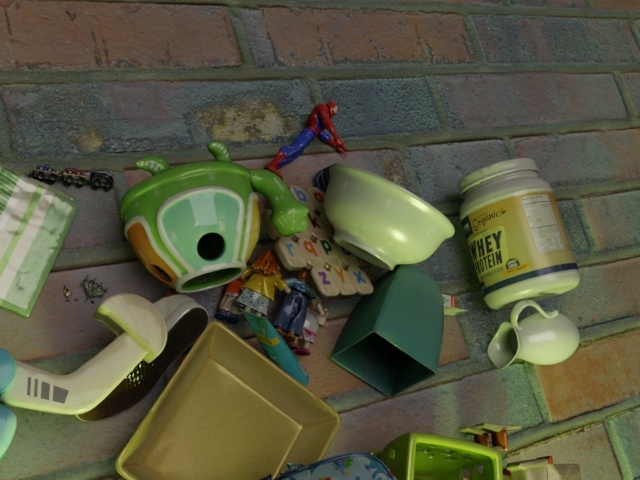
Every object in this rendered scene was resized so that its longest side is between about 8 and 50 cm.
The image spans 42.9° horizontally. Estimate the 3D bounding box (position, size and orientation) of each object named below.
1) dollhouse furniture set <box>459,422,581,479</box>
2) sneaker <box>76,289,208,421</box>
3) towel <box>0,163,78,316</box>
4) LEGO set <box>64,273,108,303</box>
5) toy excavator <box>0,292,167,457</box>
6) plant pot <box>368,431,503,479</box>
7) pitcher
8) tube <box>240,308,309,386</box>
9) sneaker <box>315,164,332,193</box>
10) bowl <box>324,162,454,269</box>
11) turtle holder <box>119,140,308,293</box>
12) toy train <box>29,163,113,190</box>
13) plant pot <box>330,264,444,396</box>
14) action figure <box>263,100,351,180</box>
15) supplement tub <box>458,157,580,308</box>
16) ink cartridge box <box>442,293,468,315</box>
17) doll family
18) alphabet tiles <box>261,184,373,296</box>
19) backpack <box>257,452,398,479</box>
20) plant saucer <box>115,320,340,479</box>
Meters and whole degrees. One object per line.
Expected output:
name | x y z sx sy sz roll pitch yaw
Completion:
dollhouse furniture set | 0.406 0.509 1.682 0.135 0.259 0.262 4 70 -18
sneaker | -0.343 0.206 1.490 0.290 0.123 0.106 -41 136 -20
towel | -0.622 -0.039 1.446 0.324 0.038 0.248 28 61 -20
LEGO set | -0.431 0.092 1.509 0.083 0.023 0.054 -28 87 -34
toy excavator | -0.505 0.244 1.272 0.445 0.222 0.433 22 63 -17
plant pot | 0.207 0.515 1.596 0.228 0.207 0.227 17 63 -23
pitcher | 0.512 0.212 1.914 0.207 0.178 0.125 -2 33 -27
tube | -0.085 0.211 1.582 0.052 0.080 0.207 -50 130 -29
sneaker | 0.080 -0.120 1.848 0.188 0.078 0.067 20 58 -23
bowl | 0.119 -0.029 1.692 0.297 0.298 0.134 30 82 -16
turtle holder | -0.211 -0.030 1.552 0.320 0.243 0.228 -2 65 -44
toy train | -0.476 -0.123 1.565 0.158 0.027 0.036 6 65 -28
plant pot | 0.163 0.174 1.737 0.165 0.165 0.234 35 50 -13
action figure | -0.009 -0.201 1.824 0.139 0.091 0.280 36 58 -5
supplement tub | 0.462 -0.014 1.934 0.228 0.228 0.316 -6 74 -31
ink cartridge box | 0.276 0.145 1.866 0.115 0.063 0.029 12 68 -26
doll family | -0.076 0.110 1.646 0.262 0.118 0.163 27 60 -18
alphabet tiles | 0.000 0.000 1.722 0.284 0.021 0.278 0 56 -49
backpack | -0.009 0.508 1.370 0.355 0.273 0.290 -3 48 -44
plant saucer | -0.169 0.376 1.514 0.332 0.081 0.333 40 57 -12
